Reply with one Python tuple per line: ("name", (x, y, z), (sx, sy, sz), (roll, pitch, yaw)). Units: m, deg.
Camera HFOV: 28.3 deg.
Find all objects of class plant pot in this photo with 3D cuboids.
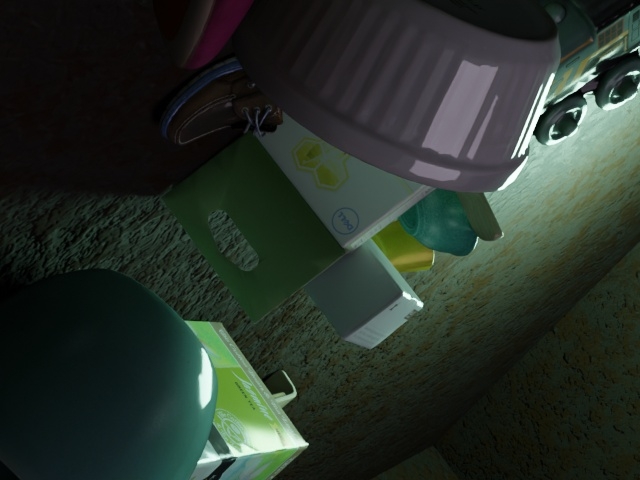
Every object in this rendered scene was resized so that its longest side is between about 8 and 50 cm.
("plant pot", (-0.242, 0.169, 1.244), (0.235, 0.293, 0.293), (-46, 168, -30))

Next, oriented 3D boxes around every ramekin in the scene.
("ramekin", (0.073, -0.167, 1.049), (0.273, 0.273, 0.127), (-13, 138, -51))

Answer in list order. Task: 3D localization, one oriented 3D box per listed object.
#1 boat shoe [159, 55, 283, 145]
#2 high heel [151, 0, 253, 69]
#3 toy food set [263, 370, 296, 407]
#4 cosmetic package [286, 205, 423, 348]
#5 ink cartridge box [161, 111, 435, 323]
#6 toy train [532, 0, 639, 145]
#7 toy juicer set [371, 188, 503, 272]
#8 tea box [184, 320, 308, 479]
("boat shoe", (-0.060, -0.134, 1.167), (0.183, 0.066, 0.066), (-33, 161, -14))
("high heel", (-0.004, -0.267, 0.842), (0.181, 0.127, 0.377), (-13, 148, -30))
("toy food set", (-0.172, 0.283, 1.959), (0.220, 0.092, 0.306), (-42, 169, 9))
("cosmetic package", (0.000, 0.000, 1.336), (0.085, 0.231, 0.117), (-39, 162, 6))
("ink cartridge box", (-0.024, -0.055, 1.256), (0.235, 0.171, 0.056), (-37, 169, -1))
("toy train", (0.254, -0.204, 1.496), (0.334, 0.142, 0.190), (-33, 149, -7))
("toy juicer set", (0.122, -0.082, 1.372), (0.090, 0.209, 0.329), (-14, 176, -18))
("tea box", (-0.250, 0.279, 1.566), (0.329, 0.220, 0.323), (-43, 161, 16))
